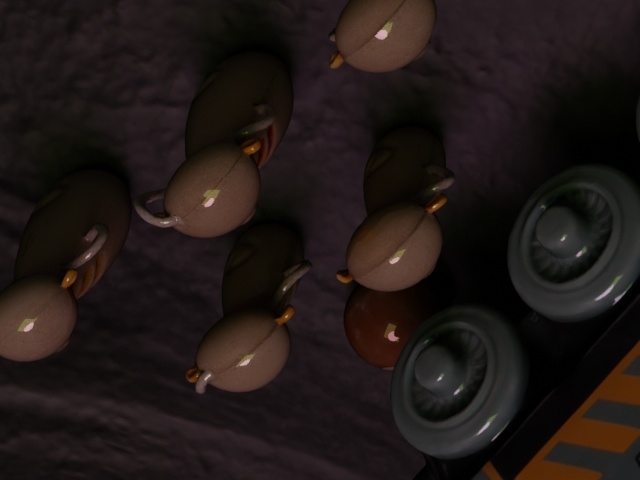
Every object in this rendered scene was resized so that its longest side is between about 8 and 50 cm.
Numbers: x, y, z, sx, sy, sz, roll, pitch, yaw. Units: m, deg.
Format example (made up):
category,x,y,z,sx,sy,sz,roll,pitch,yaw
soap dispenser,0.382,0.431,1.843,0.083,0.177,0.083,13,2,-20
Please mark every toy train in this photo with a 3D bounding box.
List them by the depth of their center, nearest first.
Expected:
category,x,y,z,sx,sy,sz,roll,pitch,yaw
toy train,0.174,0.048,0.824,0.334,0.190,0.142,-49,133,12

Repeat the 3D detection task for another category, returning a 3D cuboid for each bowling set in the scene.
category,x,y,z,sx,sy,sz,roll,pitch,yaw
bowling set,0.000,0.000,0.872,0.287,0.154,0.200,-40,106,22
